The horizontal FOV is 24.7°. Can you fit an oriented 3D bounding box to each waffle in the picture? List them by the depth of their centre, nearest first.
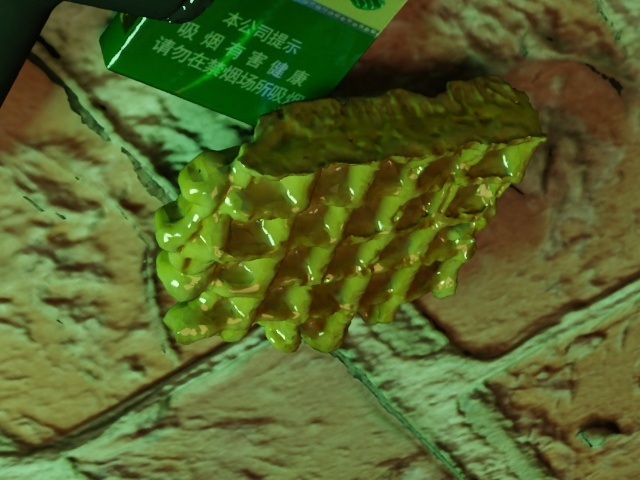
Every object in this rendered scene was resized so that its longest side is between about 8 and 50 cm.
[{"bbox_3d":[0.000,0.001,0.896,0.229,0.057,0.219,-10,146,-26],"label":"waffle"}]

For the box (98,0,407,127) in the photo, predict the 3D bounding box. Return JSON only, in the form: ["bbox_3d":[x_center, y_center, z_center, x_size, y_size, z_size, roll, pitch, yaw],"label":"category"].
[{"bbox_3d":[-0.001,-0.161,0.769,0.132,0.034,0.235,20,124,-36],"label":"box"}]

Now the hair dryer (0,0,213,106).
[{"bbox_3d":[-0.175,-0.106,0.728,0.197,0.089,0.251,7,137,-28],"label":"hair dryer"}]
